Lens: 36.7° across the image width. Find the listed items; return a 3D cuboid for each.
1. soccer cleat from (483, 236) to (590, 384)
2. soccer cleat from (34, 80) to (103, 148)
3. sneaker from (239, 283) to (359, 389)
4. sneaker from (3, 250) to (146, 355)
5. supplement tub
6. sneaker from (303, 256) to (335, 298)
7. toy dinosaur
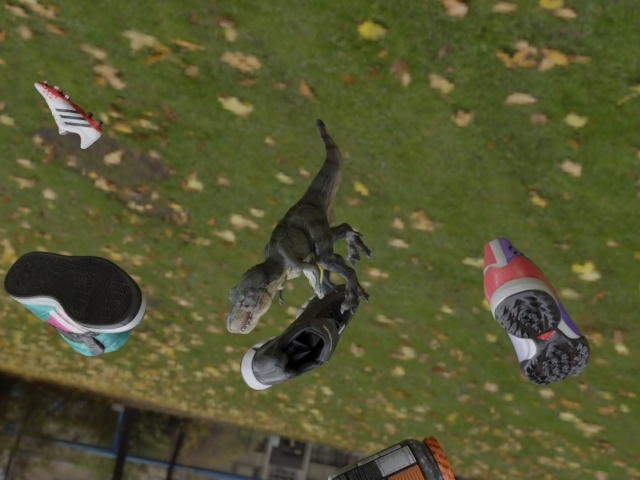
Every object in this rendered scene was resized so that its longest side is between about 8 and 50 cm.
[{"bbox_3d":[0.315,0.112,1.415,0.108,0.116,0.318,-24,141,14],"label":"soccer cleat"},{"bbox_3d":[-0.252,-0.124,0.946,0.083,0.036,0.029,38,179,1],"label":"soccer cleat"},{"bbox_3d":[-0.005,0.137,1.399,0.234,0.078,0.106,-36,-166,-36],"label":"sneaker"},{"bbox_3d":[-0.340,0.113,1.493,0.295,0.124,0.178,12,157,39],"label":"sneaker"},{"bbox_3d":[0.119,0.402,1.587,0.190,0.117,0.117,-22,174,-7],"label":"supplement tub"},{"bbox_3d":[-0.006,0.042,1.401,0.035,0.083,0.031,-26,-168,-12],"label":"sneaker"},{"bbox_3d":[0.000,0.000,0.947,0.064,0.268,0.118,-24,121,43],"label":"toy dinosaur"}]
